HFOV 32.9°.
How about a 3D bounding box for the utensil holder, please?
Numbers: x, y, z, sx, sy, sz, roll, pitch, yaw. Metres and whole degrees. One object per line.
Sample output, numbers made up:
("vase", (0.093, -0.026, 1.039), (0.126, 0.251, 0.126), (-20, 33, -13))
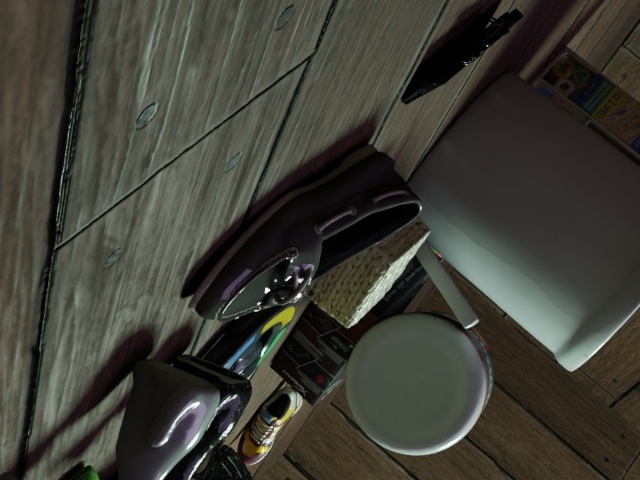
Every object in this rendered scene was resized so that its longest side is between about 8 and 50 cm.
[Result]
("utensil holder", (0.360, -0.038, 1.748), (0.327, 0.385, 0.327), (-47, 170, -11))

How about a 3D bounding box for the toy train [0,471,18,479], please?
("toy train", (-0.245, 0.297, 0.882), (0.142, 0.190, 0.334), (-46, 170, -17))

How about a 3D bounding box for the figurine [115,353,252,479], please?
("figurine", (-0.163, 0.233, 1.117), (0.215, 0.092, 0.210), (23, 88, -79))

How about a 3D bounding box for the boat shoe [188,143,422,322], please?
("boat shoe", (0.000, 0.000, 1.122), (0.335, 0.095, 0.112), (-40, 167, -46))

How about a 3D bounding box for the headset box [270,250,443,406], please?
("headset box", (0.065, 0.114, 1.820), (0.218, 0.110, 0.293), (-37, 165, -46))

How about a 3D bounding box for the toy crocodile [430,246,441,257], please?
("toy crocodile", (0.257, -0.050, 2.074), (0.340, 0.105, 0.115), (-47, 170, -14))

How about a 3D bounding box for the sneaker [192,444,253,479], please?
("sneaker", (-0.217, 0.457, 1.982), (0.108, 0.100, 0.271), (-38, 173, 26))

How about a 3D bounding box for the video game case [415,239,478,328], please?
("video game case", (0.162, 0.029, 1.594), (0.026, 0.227, 0.206), (-34, 171, 5))

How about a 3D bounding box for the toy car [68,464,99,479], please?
("toy car", (-0.296, 0.339, 1.226), (0.239, 0.053, 0.225), (-38, 165, -52))

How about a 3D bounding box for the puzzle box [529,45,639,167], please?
("puzzle box", (0.438, -0.145, 2.030), (0.409, 0.272, 0.052), (-47, 170, -17))

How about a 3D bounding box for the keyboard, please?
("keyboard", (0.164, -0.225, 1.233), (0.100, 0.038, 0.192), (-24, -165, 50))

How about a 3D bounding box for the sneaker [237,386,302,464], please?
("sneaker", (-0.112, 0.371, 2.188), (0.185, 0.069, 0.084), (-55, 162, -4))

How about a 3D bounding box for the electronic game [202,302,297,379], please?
("electronic game", (-0.110, 0.162, 1.401), (0.229, 0.048, 0.229), (-48, 171, -10))

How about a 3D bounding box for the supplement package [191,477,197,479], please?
("supplement package", (-0.248, 0.427, 1.432), (0.244, 0.133, 0.139), (-54, -167, 28))

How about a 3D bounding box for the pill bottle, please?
("pill bottle", (0.171, 0.218, 1.743), (0.210, 0.210, 0.363), (-50, 169, 6))

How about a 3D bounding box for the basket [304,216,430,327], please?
("basket", (0.055, 0.020, 1.431), (0.113, 0.103, 0.167), (-39, 167, -44))
